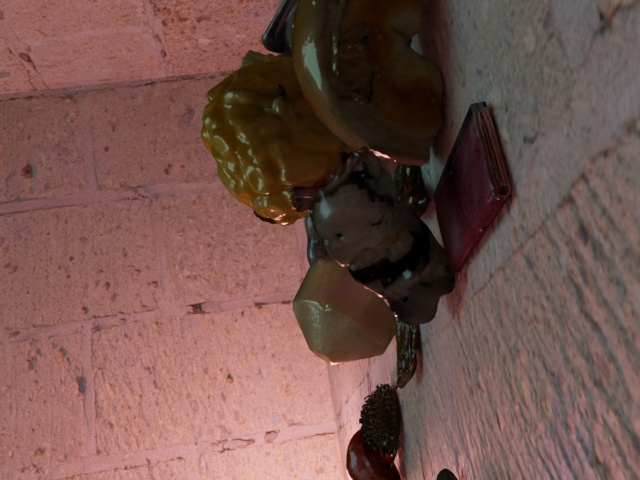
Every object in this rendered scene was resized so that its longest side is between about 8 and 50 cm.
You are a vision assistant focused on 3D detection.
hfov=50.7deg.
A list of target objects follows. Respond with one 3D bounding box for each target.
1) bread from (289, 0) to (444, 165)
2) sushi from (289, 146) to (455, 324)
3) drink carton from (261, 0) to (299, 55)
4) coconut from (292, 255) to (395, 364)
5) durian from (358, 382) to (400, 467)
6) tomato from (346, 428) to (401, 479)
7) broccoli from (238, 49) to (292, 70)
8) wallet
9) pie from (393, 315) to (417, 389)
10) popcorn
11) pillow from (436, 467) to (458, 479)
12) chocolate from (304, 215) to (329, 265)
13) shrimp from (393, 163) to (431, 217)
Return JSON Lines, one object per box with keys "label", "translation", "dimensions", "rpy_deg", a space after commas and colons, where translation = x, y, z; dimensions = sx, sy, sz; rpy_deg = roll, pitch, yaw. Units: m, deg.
{"label": "bread", "translation": [0.052, -0.241, 0.901], "dimensions": [0.171, 0.191, 0.314], "rpy_deg": [14, 119, 61]}
{"label": "sushi", "translation": [0.086, 0.002, 0.909], "dimensions": [0.332, 0.124, 0.130], "rpy_deg": [48, -161, -30]}
{"label": "drink carton", "translation": [0.033, -0.312, 1.106], "dimensions": [0.191, 0.185, 0.190], "rpy_deg": [-47, 48, 39]}
{"label": "coconut", "translation": [0.054, 0.141, 1.390], "dimensions": [0.197, 0.236, 0.237], "rpy_deg": [45, -159, -40]}
{"label": "durian", "translation": [0.133, 0.419, 1.531], "dimensions": [0.148, 0.091, 0.189], "rpy_deg": [93, 166, -63]}
{"label": "tomato", "translation": [0.110, 0.527, 1.587], "dimensions": [0.159, 0.091, 0.139], "rpy_deg": [62, -161, 16]}
{"label": "broccoli", "translation": [-0.060, -0.432, 1.767], "dimensions": [0.260, 0.235, 0.288], "rpy_deg": [48, 160, 5]}
{"label": "wallet", "translation": [0.176, -0.053, 0.816], "dimensions": [0.232, 0.025, 0.120], "rpy_deg": [94, 167, -68]}
{"label": "pie", "translation": [0.161, 0.189, 1.245], "dimensions": [0.088, 0.033, 0.191], "rpy_deg": [-168, 76, -76]}
{"label": "popcorn", "translation": [-0.064, -0.167, 1.295], "dimensions": [0.382, 0.348, 0.349], "rpy_deg": [107, 158, -47]}
{"label": "pillow", "translation": [0.211, 0.430, 0.959], "dimensions": [0.241, 0.051, 0.093], "rpy_deg": [-119, 22, -69]}
{"label": "chocolate", "translation": [0.000, 0.000, 1.541], "dimensions": [0.072, 0.072, 0.167], "rpy_deg": [-122, 25, -77]}
{"label": "shrimp", "translation": [0.134, -0.090, 1.049], "dimensions": [0.187, 0.051, 0.133], "rpy_deg": [-116, 19, -81]}
